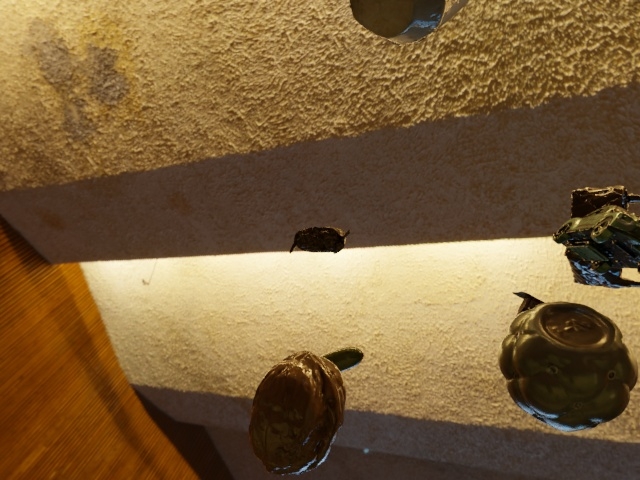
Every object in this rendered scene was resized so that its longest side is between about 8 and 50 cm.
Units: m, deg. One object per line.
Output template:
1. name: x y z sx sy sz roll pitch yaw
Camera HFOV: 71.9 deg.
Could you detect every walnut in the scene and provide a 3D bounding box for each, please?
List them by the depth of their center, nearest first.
1. walnut: -0.044 0.340 0.883 0.198 0.198 0.245 13 -85 15

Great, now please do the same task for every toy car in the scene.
1. toy car: 0.636 -0.009 0.959 0.136 0.306 0.125 39 -90 6

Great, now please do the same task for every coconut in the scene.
1. coconut: 0.224 -0.661 1.103 0.322 0.323 0.323 12 -53 16

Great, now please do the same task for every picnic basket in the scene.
1. picnic basket: 0.901 -0.003 1.274 0.337 0.293 0.337 14 -15 4

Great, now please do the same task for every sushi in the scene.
1. sushi: 0.000 0.000 0.829 0.120 0.055 0.052 0 -86 15

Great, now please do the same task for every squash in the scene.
1. squash: 0.084 0.464 1.718 0.188 0.095 0.095 -27 -69 18

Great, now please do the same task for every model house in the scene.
1. model house: 0.744 0.255 1.534 0.167 0.088 0.117 28 -6 3

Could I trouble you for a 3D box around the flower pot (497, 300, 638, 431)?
1. flower pot: 0.481 0.240 0.870 0.246 0.246 0.195 5 -56 20
